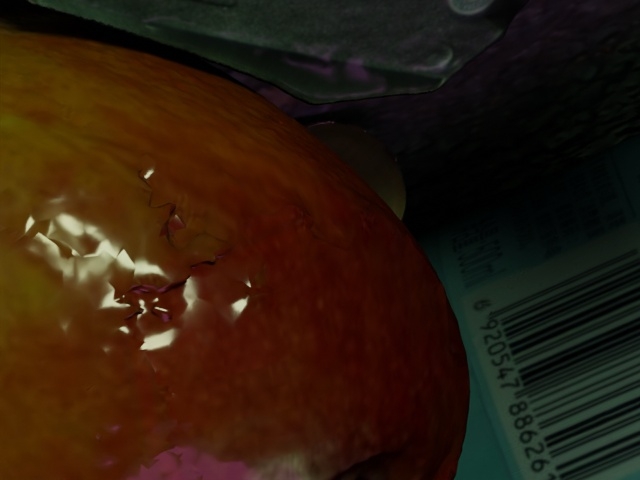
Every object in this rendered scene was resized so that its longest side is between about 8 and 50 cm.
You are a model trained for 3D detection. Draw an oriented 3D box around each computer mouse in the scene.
[{"bbox_3d":[-0.015,-0.118,0.628,0.231,0.071,0.126,12,128,-36],"label":"computer mouse"}]

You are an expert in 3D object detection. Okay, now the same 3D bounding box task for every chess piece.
[{"bbox_3d":[0.000,0.000,0.889,0.066,0.066,0.122,-15,161,-11],"label":"chess piece"}]

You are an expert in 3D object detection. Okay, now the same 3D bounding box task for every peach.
[{"bbox_3d":[-0.091,0.040,0.662,0.281,0.238,0.281,21,153,11],"label":"peach"}]

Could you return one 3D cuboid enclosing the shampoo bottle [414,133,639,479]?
[{"bbox_3d":[0.239,0.087,0.919,0.343,0.331,0.331,-23,155,10],"label":"shampoo bottle"}]
